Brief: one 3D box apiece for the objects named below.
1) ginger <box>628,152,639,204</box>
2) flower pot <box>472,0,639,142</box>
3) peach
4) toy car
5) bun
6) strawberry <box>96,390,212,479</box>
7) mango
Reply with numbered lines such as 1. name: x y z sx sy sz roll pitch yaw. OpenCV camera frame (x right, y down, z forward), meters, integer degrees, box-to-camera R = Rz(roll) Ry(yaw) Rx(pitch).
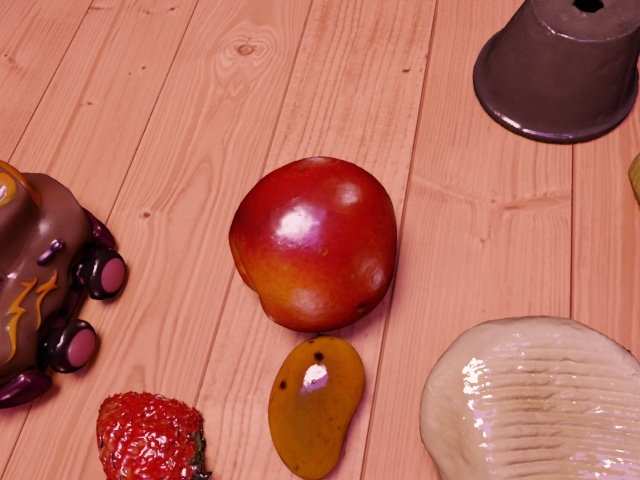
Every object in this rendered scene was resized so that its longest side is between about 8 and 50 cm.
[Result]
1. ginger: 0.580 -0.070 0.617 0.263 0.116 0.109 15 30 18
2. flower pot: 0.388 -0.306 0.706 0.269 0.166 0.268 -3 69 8
3. peach: 0.000 0.000 0.612 0.244 0.199 0.243 1 71 -2
4. toy car: -0.465 0.051 0.630 0.272 0.240 0.340 6 66 12
5. bun: 0.233 0.210 0.517 0.260 0.160 0.259 1 73 -2
6. strawberry: -0.228 0.272 0.594 0.140 0.085 0.192 -26 65 -1
7. mango: -0.009 0.210 0.589 0.115 0.090 0.178 21 80 7
